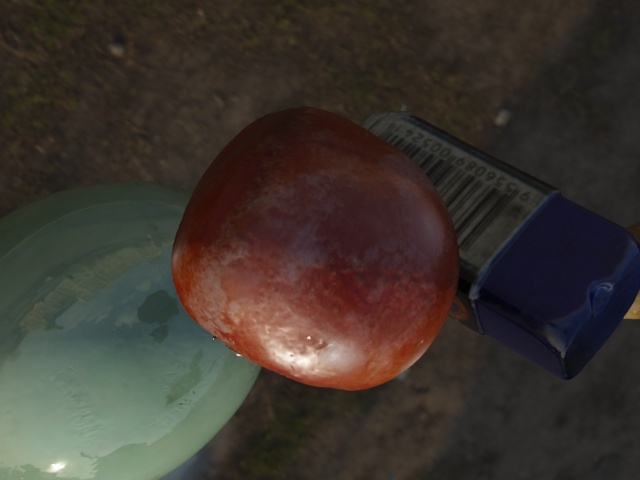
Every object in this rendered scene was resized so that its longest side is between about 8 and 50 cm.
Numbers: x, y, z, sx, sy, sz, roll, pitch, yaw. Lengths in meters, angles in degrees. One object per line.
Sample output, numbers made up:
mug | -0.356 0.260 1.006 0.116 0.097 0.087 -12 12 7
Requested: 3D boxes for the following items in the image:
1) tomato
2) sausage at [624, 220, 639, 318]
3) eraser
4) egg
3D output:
tomato | 0.000 0.000 0.932 0.187 0.187 0.151 10 107 -39
sausage | 0.531 -0.027 1.760 0.501 0.136 0.123 -23 84 4
eraser | 0.153 -0.006 1.501 0.155 0.332 0.101 -48 148 -18
egg | -0.218 0.098 1.364 0.389 0.276 0.276 -26 136 23
